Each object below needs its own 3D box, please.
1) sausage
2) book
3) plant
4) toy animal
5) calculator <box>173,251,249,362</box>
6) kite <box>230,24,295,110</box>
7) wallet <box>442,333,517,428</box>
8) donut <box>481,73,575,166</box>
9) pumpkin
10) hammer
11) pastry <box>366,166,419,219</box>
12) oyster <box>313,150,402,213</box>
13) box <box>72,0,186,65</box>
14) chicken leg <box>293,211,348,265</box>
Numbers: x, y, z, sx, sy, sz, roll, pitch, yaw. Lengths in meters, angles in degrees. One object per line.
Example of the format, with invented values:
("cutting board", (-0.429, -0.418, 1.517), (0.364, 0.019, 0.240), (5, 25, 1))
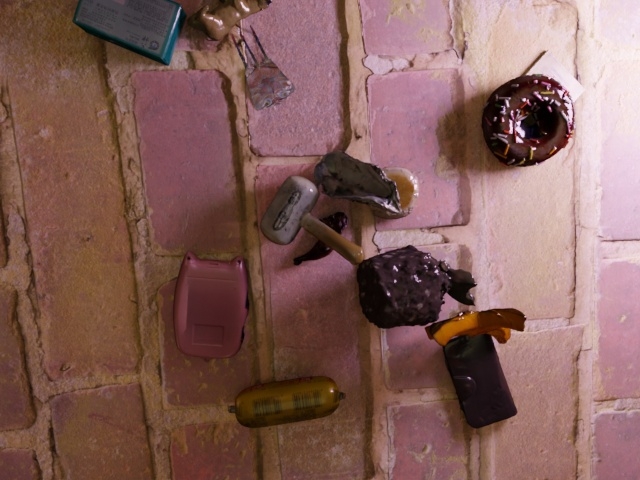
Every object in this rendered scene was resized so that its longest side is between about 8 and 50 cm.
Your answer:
("sausage", (-0.098, 0.473, 1.495), (0.347, 0.123, 0.123), (-7, 98, -3))
("book", (0.653, -0.427, 1.486), (0.168, 0.013, 0.192), (42, 93, -9))
("plant", (0.272, 0.123, 1.431), (0.312, 0.215, 0.213), (-13, 102, -12))
("toy animal", (-0.243, -0.614, 1.363), (0.219, 0.103, 0.101), (-39, 116, 0))
("calculator", (-0.319, 0.202, 1.481), (0.220, 0.048, 0.329), (4, 100, -6))
("kite", (-0.167, -0.485, 1.418), (0.127, 0.016, 0.229), (-25, 102, -4))
("wallet", (0.492, 0.429, 1.576), (0.165, 0.042, 0.309), (-20, 99, -3))
("donut", (0.590, -0.335, 1.439), (0.270, 0.103, 0.269), (0, 103, 2))
("pumpkin", (0.426, 0.246, 1.425), (0.258, 0.290, 0.095), (-8, 74, 6))
("hammer", (-0.006, -0.033, 1.410), (0.305, 0.113, 0.202), (32, 97, 10))
("pastry", (0.205, -0.136, 1.456), (0.166, 0.088, 0.165), (0, 99, 0))
("oyster", (0.096, -0.167, 1.393), (0.252, 0.087, 0.199), (-1, 58, 16))
("box", (-0.497, -0.584, 1.339), (0.245, 0.092, 0.153), (22, 95, -8))
("chicken leg", (0.006, 0.002, 1.479), (0.093, 0.053, 0.205), (33, 87, 15))
